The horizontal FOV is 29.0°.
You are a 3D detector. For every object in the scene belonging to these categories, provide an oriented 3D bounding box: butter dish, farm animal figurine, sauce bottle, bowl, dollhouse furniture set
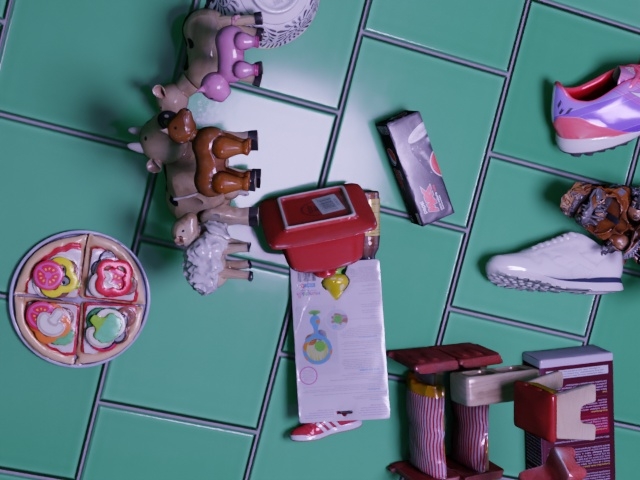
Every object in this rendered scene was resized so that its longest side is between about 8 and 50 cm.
[{"bbox_3d":[0.000,0.000,1.804,0.160,0.160,0.118,-12,118,-4],"label":"butter dish"},{"bbox_3d":[-0.171,-0.139,1.702,0.172,0.330,0.327,2,133,1],"label":"farm animal figurine"},{"bbox_3d":[0.069,-0.012,1.875,0.042,0.042,0.128,-1,99,-15],"label":"sauce bottle"},{"bbox_3d":[-0.073,-0.360,1.770,0.170,0.080,0.170,-2,97,-14],"label":"bowl"},{"bbox_3d":[0.234,0.277,1.787,0.152,0.374,0.201,-5,97,-19],"label":"dollhouse furniture set"}]

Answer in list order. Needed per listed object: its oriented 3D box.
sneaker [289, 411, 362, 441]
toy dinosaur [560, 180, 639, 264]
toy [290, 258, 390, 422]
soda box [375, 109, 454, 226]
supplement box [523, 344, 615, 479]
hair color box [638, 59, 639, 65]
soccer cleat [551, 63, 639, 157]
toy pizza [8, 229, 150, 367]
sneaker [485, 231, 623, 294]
[{"bbox_3d":[0.005,0.264,1.891,0.118,0.042,0.067,-13,104,-21],"label":"sneaker"},{"bbox_3d":[0.521,-0.029,1.927,0.322,0.218,0.164,-12,131,-24],"label":"toy dinosaur"},{"bbox_3d":[0.031,0.151,1.870,0.137,0.056,0.237,-4,90,8],"label":"toy"},{"bbox_3d":[0.144,-0.110,1.876,0.060,0.053,0.169,-24,103,-11],"label":"soda box"},{"bbox_3d":[0.399,0.295,1.988,0.130,0.073,0.239,-4,97,-14],"label":"supplement box"},{"bbox_3d":[0.558,-0.316,1.969,0.072,0.043,0.141,15,94,-17],"label":"hair color box"},{"bbox_3d":[0.511,-0.226,1.903,0.318,0.108,0.116,-16,116,3],"label":"soccer cleat"},{"bbox_3d":[-0.343,0.086,1.777,0.201,0.032,0.201,-2,98,-15],"label":"toy pizza"},{"bbox_3d":[0.366,0.033,1.949,0.235,0.090,0.095,5,83,-20],"label":"sneaker"}]
